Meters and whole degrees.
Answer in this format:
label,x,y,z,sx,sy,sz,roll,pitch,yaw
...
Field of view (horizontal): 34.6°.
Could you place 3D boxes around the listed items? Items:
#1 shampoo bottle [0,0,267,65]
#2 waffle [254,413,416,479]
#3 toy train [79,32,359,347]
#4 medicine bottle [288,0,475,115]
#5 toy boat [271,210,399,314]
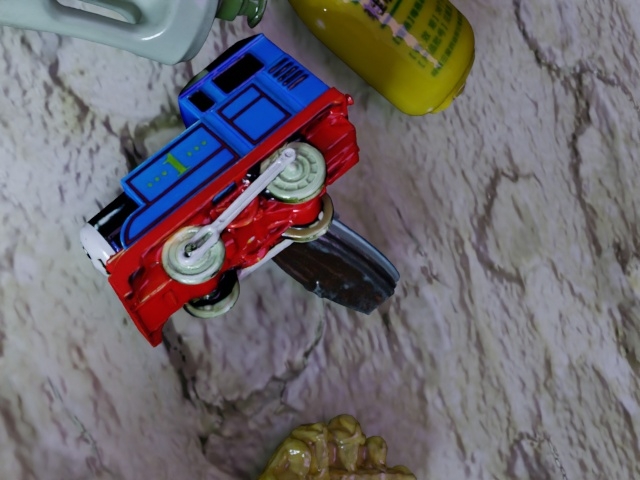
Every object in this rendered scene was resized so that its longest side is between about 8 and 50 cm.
label,x,y,z,sx,sy,sz,roll,pitch,yaw
shampoo bottle,-0.141,-0.185,0.696,0.234,0.087,0.118,7,76,-31
waffle,-0.002,0.226,0.746,0.149,0.051,0.194,48,57,-18
toy train,-0.070,-0.035,0.703,0.204,0.083,0.131,-40,65,-16
medicine bottle,-0.004,-0.220,0.796,0.309,0.076,0.111,37,53,-21
toy boat,0.000,0.000,0.780,0.140,0.059,0.066,32,39,-25
